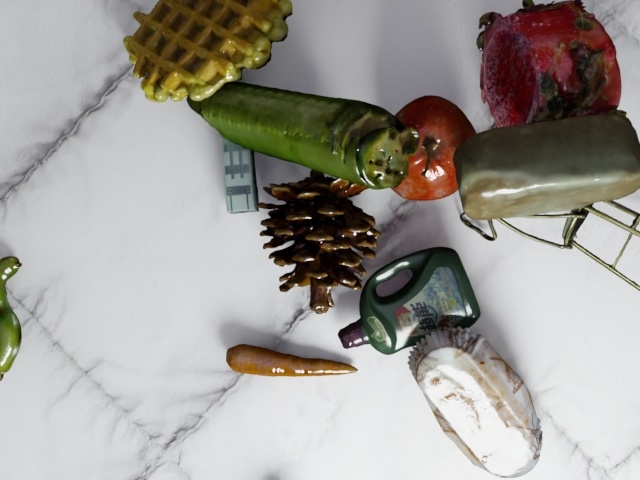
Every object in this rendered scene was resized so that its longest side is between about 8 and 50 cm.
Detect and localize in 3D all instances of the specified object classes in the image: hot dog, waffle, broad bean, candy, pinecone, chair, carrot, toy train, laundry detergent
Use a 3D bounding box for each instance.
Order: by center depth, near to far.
[{"bbox_3d":[0.294,-0.094,0.872,0.234,0.102,0.104,-5,61,-1],"label":"candy"},{"bbox_3d":[0.390,-0.050,0.984,0.326,0.160,0.170,29,66,21],"label":"chair"},{"bbox_3d":[0.002,0.000,1.013,0.186,0.169,0.212,-5,106,46],"label":"pinecone"},{"bbox_3d":[0.242,0.246,1.017,0.144,0.075,0.268,-32,100,8],"label":"hot dog"},{"bbox_3d":[-0.179,-0.350,1.047,0.301,0.058,0.281,-32,60,12],"label":"waffle"},{"bbox_3d":[0.126,0.102,1.047,0.222,0.078,0.144,-21,94,7],"label":"laundry detergent"},{"bbox_3d":[-0.047,0.200,1.081,0.216,0.048,0.048,7,90,1],"label":"carrot"},{"bbox_3d":[-0.135,-0.161,1.087,0.052,0.051,0.233,-4,89,1],"label":"toy train"},{"bbox_3d":[-0.533,0.132,1.122,0.070,0.048,0.213,0,86,6],"label":"broad bean"}]

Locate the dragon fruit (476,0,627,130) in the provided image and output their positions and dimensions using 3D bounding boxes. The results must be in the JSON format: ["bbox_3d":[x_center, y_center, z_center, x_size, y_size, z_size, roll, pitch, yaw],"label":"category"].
[{"bbox_3d":[0.313,-0.241,0.981,0.147,0.211,0.282,-21,58,-2],"label":"dragon fruit"}]

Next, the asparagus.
[{"bbox_3d":[-0.039,-0.167,0.976,0.382,0.128,0.108,22,110,39],"label":"asparagus"}]

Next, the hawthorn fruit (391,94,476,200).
[{"bbox_3d":[0.159,-0.139,0.983,0.163,0.203,0.162,0,88,4],"label":"hawthorn fruit"}]
